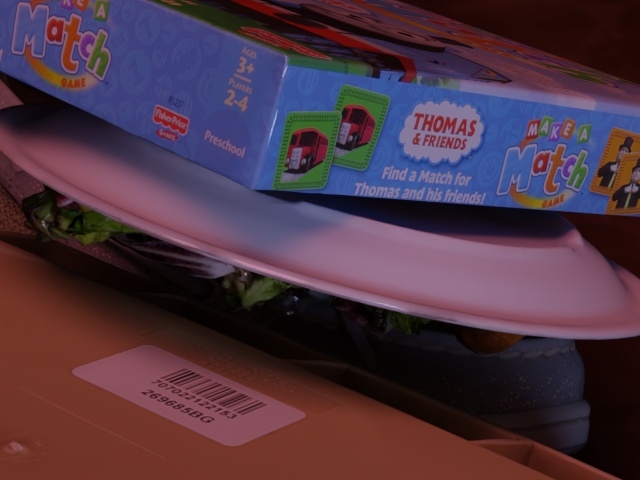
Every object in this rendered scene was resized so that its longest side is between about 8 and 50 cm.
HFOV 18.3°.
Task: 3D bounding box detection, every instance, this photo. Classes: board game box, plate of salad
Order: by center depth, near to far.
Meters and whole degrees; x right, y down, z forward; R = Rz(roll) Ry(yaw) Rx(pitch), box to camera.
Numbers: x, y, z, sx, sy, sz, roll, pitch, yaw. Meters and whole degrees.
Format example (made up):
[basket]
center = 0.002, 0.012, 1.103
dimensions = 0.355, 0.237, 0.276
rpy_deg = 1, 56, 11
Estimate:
[plate of salad]
center = 0.000, 0.000, 0.569
dimensions = 0.199, 0.048, 0.200
rpy_deg = 15, 12, -3
[board game box]
center = 0.004, -0.050, 0.588
dimensions = 0.160, 0.039, 0.211
rpy_deg = 25, 14, 39

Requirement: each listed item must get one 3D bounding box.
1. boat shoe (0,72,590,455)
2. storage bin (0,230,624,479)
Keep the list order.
[boat shoe]
center = -0.043, -0.004, 0.705
dimensions = 0.320, 0.103, 0.118
rpy_deg = 23, 19, 38
[storage bin]
center = -0.077, 0.099, 0.459
dimensions = 0.262, 0.123, 0.260
rpy_deg = 21, 21, 34
